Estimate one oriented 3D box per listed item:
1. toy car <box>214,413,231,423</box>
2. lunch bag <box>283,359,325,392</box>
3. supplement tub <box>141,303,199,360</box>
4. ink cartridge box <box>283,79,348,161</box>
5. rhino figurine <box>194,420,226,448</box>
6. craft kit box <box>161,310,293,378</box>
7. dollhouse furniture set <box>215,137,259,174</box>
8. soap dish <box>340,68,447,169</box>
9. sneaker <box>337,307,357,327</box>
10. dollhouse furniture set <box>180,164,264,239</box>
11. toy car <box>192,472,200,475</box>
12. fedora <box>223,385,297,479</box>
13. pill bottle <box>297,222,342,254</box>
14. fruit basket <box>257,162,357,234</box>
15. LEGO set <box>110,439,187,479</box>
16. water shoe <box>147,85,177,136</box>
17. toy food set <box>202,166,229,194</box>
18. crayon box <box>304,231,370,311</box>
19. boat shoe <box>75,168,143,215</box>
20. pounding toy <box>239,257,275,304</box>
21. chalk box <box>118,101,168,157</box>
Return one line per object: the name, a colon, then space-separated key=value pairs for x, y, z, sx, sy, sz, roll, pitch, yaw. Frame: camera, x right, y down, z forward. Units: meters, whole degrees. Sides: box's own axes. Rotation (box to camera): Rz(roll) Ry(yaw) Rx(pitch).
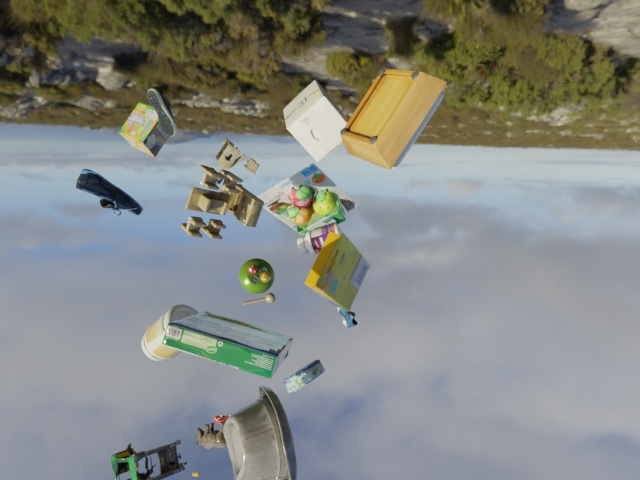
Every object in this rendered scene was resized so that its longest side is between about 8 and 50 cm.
toy car: x=-0.337 y=0.818 z=1.970 sx=0.239 sy=0.053 sz=0.225 roll=23 pitch=140 yaw=-33
lunch bag: x=-0.089 y=0.755 z=2.419 sx=0.219 sy=0.090 sz=0.176 roll=-39 pitch=166 yaw=26
supplement tub: x=-0.516 y=0.324 z=1.504 sx=0.199 sy=0.144 sz=0.144 roll=-36 pitch=170 yaw=31
ink cartridge box: x=-0.012 y=-0.426 z=1.542 sx=0.168 sy=0.171 sz=0.233 roll=-38 pitch=-149 yaw=16
rhino figurine: x=-0.496 y=0.880 z=1.952 sx=0.243 sy=0.106 sz=0.073 roll=-22 pitch=158 yaw=34
craft kit box: x=-0.204 y=0.236 z=1.025 sx=0.249 sy=0.061 sz=0.246 roll=16 pitch=-179 yaw=5
dollhouse furniture set: x=-0.364 y=-0.343 z=1.878 sx=0.160 sy=0.101 sz=0.182 roll=33 pitch=-172 yaw=-25
soap dish: x=0.203 y=-0.371 z=1.290 sx=0.118 sy=0.291 sz=0.229 roll=30 pitch=-175 yaw=-37
sneaker: x=0.134 y=0.347 z=2.085 sx=0.073 sy=0.162 sz=0.063 roll=-10 pitch=-152 yaw=27
dollhouse furniture set: x=-0.340 y=-0.132 z=1.455 sx=0.242 sy=0.212 sz=0.161 roll=7 pitch=-160 yaw=-46
toy car: x=-0.480 y=0.887 z=1.565 sx=0.122 sy=0.060 sz=0.040 roll=-26 pitch=149 yaw=3
fedora: x=-0.149 y=0.469 z=0.994 sx=0.124 sy=0.244 sz=0.275 roll=-10 pitch=151 yaw=-22
pill bottle: x=0.000 y=0.000 z=1.910 sx=0.193 sy=0.108 sz=0.108 roll=-17 pitch=-172 yaw=11
fruit basket: x=-0.058 y=-0.157 z=1.907 sx=0.327 sy=0.166 sz=0.353 roll=-27 pitch=145 yaw=23
LEGO set: x=-0.557 y=0.830 z=1.468 sx=0.192 sy=0.332 sz=0.255 roll=1 pitch=149 yaw=-47
water shoe: x=-0.631 y=-0.531 z=1.779 sx=0.072 sy=0.203 sz=0.080 roll=1 pitch=-141 yaw=21
toy food set: x=-0.473 y=-0.254 z=2.145 sx=0.111 sy=0.232 sz=0.105 roll=-18 pitch=-149 yaw=25
crayon box: x=0.059 y=0.105 z=1.504 sx=0.081 sy=0.202 sz=0.318 roll=20 pitch=166 yaw=29
boat shoe: x=-0.751 y=-0.152 z=1.535 sx=0.109 sy=0.089 sz=0.258 roll=14 pitch=160 yaw=39
pounding toy: x=-0.309 y=0.197 z=2.173 sx=0.182 sy=0.237 sz=0.110 roll=-2 pitch=166 yaw=-18
chalk box: x=-0.733 y=-0.497 z=1.871 sx=0.132 sy=0.213 sz=0.132 roll=24 pitch=165 yaw=10
